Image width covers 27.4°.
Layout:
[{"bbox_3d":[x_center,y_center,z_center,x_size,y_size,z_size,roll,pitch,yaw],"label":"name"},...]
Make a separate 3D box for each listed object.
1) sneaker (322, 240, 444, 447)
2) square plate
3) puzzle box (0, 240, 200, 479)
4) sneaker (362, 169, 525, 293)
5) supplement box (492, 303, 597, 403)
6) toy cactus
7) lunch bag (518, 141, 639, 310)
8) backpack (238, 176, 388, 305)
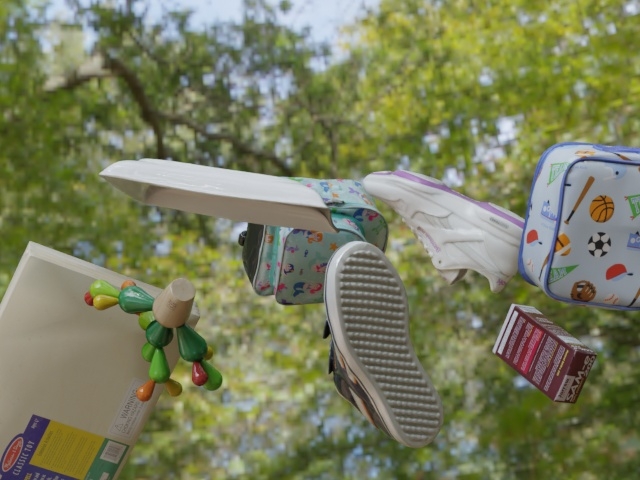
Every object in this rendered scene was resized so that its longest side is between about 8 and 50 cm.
[{"bbox_3d":[0.063,0.144,1.845,0.126,0.321,0.127,-30,23,-25],"label":"sneaker"},{"bbox_3d":[-0.145,-0.072,2.075,0.347,0.049,0.344,8,-6,4],"label":"square plate"},{"bbox_3d":[-0.388,0.225,1.956,0.272,0.052,0.409,22,-72,-21],"label":"puzzle box"},{"bbox_3d":[0.191,-0.018,2.147,0.305,0.152,0.114,26,11,22],"label":"sneaker"},{"bbox_3d":[0.500,0.252,2.944,0.073,0.239,0.130,10,-72,-33],"label":"supplement box"},{"bbox_3d":[-0.213,0.111,1.704,0.112,0.219,0.180,-36,-13,-38],"label":"toy cactus"},{"bbox_3d":[0.446,-0.024,1.881,0.303,0.243,0.115,4,12,-18],"label":"lunch bag"},{"bbox_3d":[0.000,0.000,2.422,0.253,0.191,0.225,-4,-53,-23],"label":"backpack"}]
